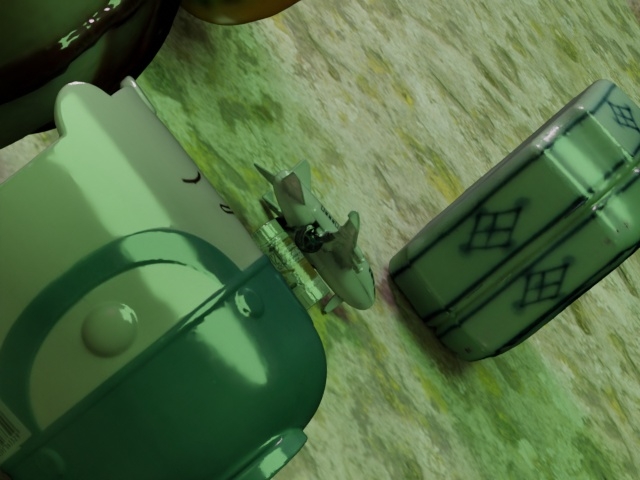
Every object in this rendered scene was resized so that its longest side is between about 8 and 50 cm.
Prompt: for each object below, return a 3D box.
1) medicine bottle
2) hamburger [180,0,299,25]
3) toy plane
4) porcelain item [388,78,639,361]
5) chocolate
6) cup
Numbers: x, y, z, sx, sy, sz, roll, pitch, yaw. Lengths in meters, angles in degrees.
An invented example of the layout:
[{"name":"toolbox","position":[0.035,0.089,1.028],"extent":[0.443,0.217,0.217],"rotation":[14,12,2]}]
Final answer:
[{"name":"medicine bottle","position":[-0.033,0.026,1.496],"extent":[0.083,0.047,0.047],"rotation":[53,24,2]},{"name":"hamburger","position":[-0.061,-0.401,1.644],"extent":[0.277,0.395,0.396],"rotation":[37,28,-30]},{"name":"toy plane","position":[0.000,0.000,1.546],"extent":[0.162,0.065,0.171],"rotation":[16,-44,59]},{"name":"porcelain item","position":[0.229,-0.018,1.737],"extent":[0.157,0.281,0.286],"rotation":[51,22,1]},{"name":"chocolate","position":[-0.244,-0.178,1.153],"extent":[0.283,0.283,0.186],"rotation":[46,26,-12]},{"name":"cup","position":[-0.136,0.059,1.100],"extent":[0.258,0.219,0.289],"rotation":[52,-8,-1]}]
